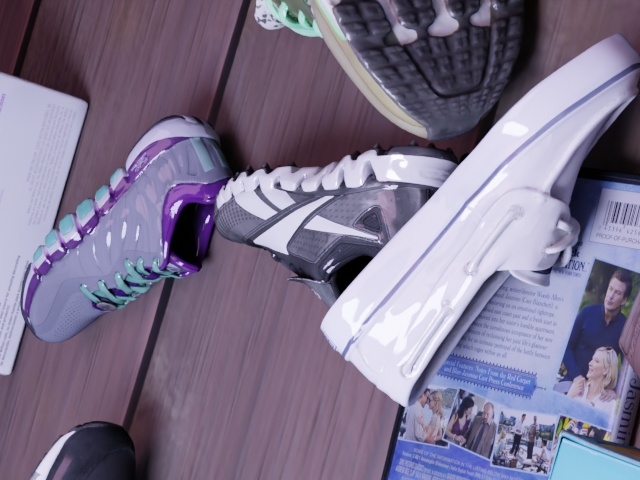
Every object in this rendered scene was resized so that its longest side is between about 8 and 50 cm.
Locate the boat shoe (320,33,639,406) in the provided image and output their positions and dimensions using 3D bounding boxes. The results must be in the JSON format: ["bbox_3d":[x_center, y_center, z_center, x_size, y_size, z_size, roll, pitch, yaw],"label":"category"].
[{"bbox_3d":[0.113,-0.008,1.198,0.084,0.095,0.258,46,109,12],"label":"boat shoe"}]

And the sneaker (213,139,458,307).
[{"bbox_3d":[0.000,0.000,1.340,0.234,0.078,0.106,-9,76,51],"label":"sneaker"}]

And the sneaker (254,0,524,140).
[{"bbox_3d":[0.013,-0.199,1.391,0.182,0.158,0.410,103,149,-47],"label":"sneaker"}]

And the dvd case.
[{"bbox_3d":[0.125,0.076,1.228,0.180,0.022,0.253,11,86,49],"label":"dvd case"}]

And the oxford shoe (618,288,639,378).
[{"bbox_3d":[0.238,-0.035,1.089,0.098,0.097,0.271,39,106,53],"label":"oxford shoe"}]

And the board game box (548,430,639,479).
[{"bbox_3d":[0.192,0.297,1.040,0.254,0.079,0.336,17,90,49],"label":"board game box"}]

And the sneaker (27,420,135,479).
[{"bbox_3d":[-0.158,0.275,1.433,0.124,0.107,0.283,15,92,34],"label":"sneaker"}]

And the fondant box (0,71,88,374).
[{"bbox_3d":[-0.367,-0.044,1.570,0.096,0.330,0.238,15,88,49],"label":"fondant box"}]

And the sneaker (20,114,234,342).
[{"bbox_3d":[-0.143,0.013,1.498,0.223,0.083,0.098,-51,51,23],"label":"sneaker"}]
